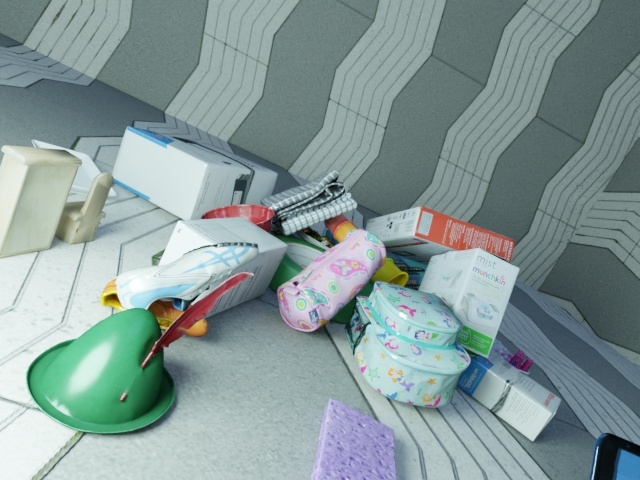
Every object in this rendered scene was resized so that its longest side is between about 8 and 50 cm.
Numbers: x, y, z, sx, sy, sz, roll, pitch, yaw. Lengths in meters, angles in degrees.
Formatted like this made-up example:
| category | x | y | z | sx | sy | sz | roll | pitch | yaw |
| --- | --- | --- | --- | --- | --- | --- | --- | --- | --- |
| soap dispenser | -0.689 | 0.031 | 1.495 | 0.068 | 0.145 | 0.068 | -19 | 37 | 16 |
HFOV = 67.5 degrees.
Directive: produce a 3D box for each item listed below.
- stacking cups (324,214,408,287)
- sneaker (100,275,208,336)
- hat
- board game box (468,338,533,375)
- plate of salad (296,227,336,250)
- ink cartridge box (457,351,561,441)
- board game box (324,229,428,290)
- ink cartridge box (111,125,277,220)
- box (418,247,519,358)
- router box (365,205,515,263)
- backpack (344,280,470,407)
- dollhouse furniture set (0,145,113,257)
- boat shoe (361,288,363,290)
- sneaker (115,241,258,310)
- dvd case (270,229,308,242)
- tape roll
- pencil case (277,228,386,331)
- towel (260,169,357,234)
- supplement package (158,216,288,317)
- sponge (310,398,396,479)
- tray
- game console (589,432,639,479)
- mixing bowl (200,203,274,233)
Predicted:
| category | x | y | z | sx | sy | sz | roll | pitch | yaw |
| --- | --- | --- | --- | --- | --- | --- | --- | --- | --- |
| stacking cups | 0.117 | 0.033 | 1.404 | 0.096 | 0.096 | 0.316 | 11 | 28 | -49 |
| sneaker | -0.265 | 0.119 | 0.763 | 0.175 | 0.064 | 0.067 | 23 | 36 | -3 |
| hat | -0.229 | 0.101 | 0.594 | 0.172 | 0.184 | 0.208 | 29 | 14 | 7 |
| board game box | 0.446 | 0.262 | 1.573 | 0.389 | 0.050 | 0.390 | 22 | 14 | -21 |
| plate of salad | 0.000 | 0.000 | 1.490 | 0.199 | 0.048 | 0.200 | 32 | -2 | 1 |
| ink cartridge box | 0.447 | 0.360 | 1.139 | 0.203 | 0.086 | 0.148 | 35 | 16 | 30 |
| board game box | 0.189 | 0.070 | 1.599 | 0.253 | 0.079 | 0.336 | 2 | 25 | -26 |
| ink cartridge box | -0.351 | -0.188 | 1.417 | 0.285 | 0.166 | 0.395 | 26 | 13 | 19 |
| box | 0.343 | 0.153 | 1.216 | 0.126 | 0.231 | 0.262 | 26 | -12 | -7 |
| router box | 0.324 | 0.005 | 1.386 | 0.300 | 0.082 | 0.335 | 18 | -9 | -17 |
| backpack | 0.182 | 0.213 | 0.988 | 0.225 | 0.191 | 0.254 | 15 | 25 | -15 |
| dollhouse furniture set | -0.592 | -0.140 | 0.811 | 0.355 | 0.174 | 0.303 | 30 | 14 | 11 |
| boat shoe | 0.062 | 0.080 | 1.195 | 0.049 | 0.056 | 0.152 | 8 | 18 | -26 |
| sneaker | -0.199 | 0.057 | 0.757 | 0.237 | 0.086 | 0.085 | -21 | 8 | -37 |
| dvd case | -0.081 | -0.001 | 1.576 | 0.238 | 0.030 | 0.179 | 36 | 16 | 33 |
| tape roll | -0.011 | 0.095 | 1.260 | 0.321 | 0.077 | 0.321 | 26 | 14 | -7 |
| pencil case | 0.028 | 0.079 | 1.046 | 0.124 | 0.124 | 0.284 | 33 | 46 | 23 |
| towel | -0.050 | -0.112 | 1.399 | 0.283 | 0.234 | 0.122 | -157 | -135 | -77 |
| supplement package | -0.194 | 0.043 | 0.976 | 0.139 | 0.134 | 0.244 | 31 | 14 | 15 |
| sponge | 0.050 | 0.312 | 0.676 | 0.117 | 0.031 | 0.210 | 27 | 14 | 0 |
| tray | -0.616 | -0.172 | 1.183 | 0.145 | 0.030 | 0.270 | 12 | 21 | -46 |
| game console | 0.570 | 0.484 | 0.738 | 0.292 | 0.174 | 0.250 | 24 | 14 | -12 |
| mixing bowl | -0.204 | -0.019 | 1.203 | 0.181 | 0.098 | 0.181 | -1 | 20 | 0 |
